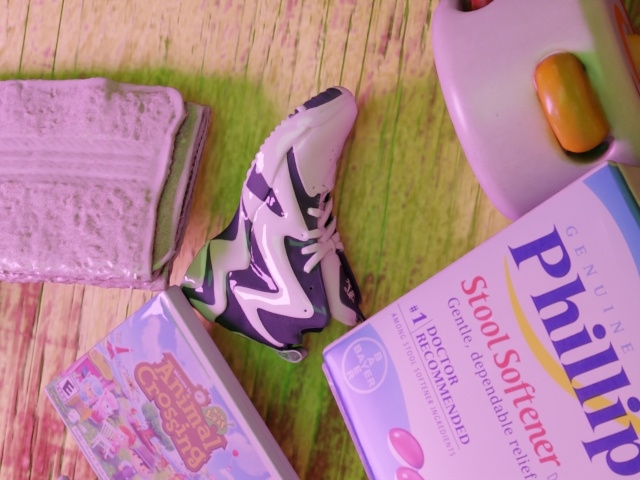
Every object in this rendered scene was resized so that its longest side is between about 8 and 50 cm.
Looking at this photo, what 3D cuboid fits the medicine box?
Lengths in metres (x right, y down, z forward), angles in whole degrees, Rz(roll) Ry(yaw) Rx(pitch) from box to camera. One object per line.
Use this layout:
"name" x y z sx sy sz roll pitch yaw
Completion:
"medicine box" 0.187 0.130 1.263 0.289 0.149 0.263 -36 64 28

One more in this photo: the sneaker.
"sneaker" 0.000 0.000 1.430 0.153 0.094 0.235 38 104 11

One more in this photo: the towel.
"towel" -0.239 -0.050 1.489 0.282 0.049 0.187 1 66 19

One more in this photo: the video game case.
"video game case" -0.130 0.172 1.487 0.193 0.023 0.212 -38 81 37

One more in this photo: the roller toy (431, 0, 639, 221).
"roller toy" 0.181 -0.121 1.306 0.146 0.209 0.191 -20 62 17

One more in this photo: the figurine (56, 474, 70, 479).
"figurine" -0.281 0.332 1.553 0.215 0.092 0.209 -21 83 18
